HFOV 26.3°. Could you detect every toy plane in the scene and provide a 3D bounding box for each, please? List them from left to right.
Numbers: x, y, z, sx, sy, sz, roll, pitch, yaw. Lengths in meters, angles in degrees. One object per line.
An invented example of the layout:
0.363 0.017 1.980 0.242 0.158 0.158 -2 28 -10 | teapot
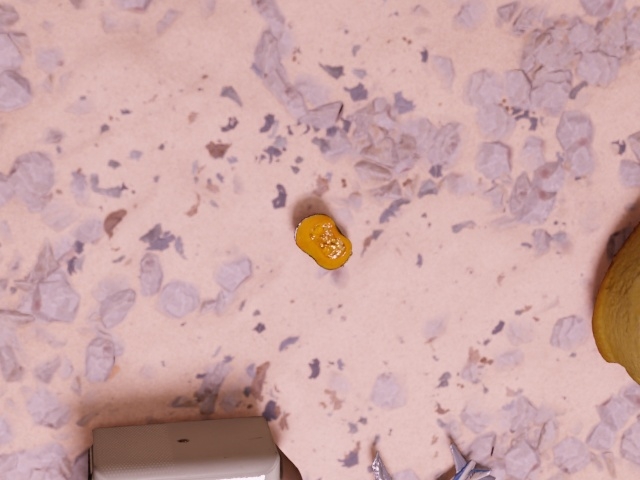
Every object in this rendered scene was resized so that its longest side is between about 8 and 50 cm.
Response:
0.124 0.352 1.682 0.226 0.058 0.226 40 95 -21 | toy plane

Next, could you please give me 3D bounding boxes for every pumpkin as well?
0.000 -0.001 1.575 0.050 0.028 0.083 -40 118 0 | pumpkin

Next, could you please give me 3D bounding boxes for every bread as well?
0.464 0.078 1.649 0.270 0.148 0.270 -5 105 -17 | bread

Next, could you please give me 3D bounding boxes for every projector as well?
-0.140 0.305 1.550 0.242 0.163 0.177 -4 106 -10 | projector
